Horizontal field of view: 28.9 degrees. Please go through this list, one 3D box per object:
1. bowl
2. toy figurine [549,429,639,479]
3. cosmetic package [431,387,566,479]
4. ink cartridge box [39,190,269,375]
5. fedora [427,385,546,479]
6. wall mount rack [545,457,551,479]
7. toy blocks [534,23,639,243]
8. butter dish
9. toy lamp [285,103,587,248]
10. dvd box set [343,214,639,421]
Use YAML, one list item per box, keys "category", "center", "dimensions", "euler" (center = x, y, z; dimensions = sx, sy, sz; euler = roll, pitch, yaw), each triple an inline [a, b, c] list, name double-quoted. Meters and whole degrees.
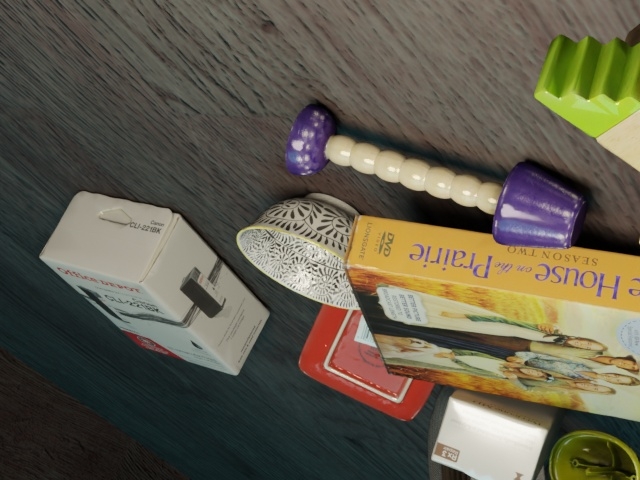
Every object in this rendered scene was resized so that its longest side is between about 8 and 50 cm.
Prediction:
- category: "bowl"
  center: [0.000, 0.000, 1.369]
  dimensions: [0.170, 0.080, 0.170]
  euler: [23, 160, 9]
- category: "toy figurine"
  center: [0.464, 0.298, 1.396]
  dimensions: [0.217, 0.191, 0.362]
  euler: [-10, -173, -39]
- category: "cosmetic package"
  center: [0.217, 0.209, 1.448]
  dimensions: [0.117, 0.085, 0.231]
  euler: [18, -169, 14]
- category: "ink cartridge box"
  center: [-0.226, 0.061, 1.729]
  dimensions: [0.197, 0.114, 0.273]
  euler: [12, 154, 34]
- category: "fedora"
  center: [0.234, 0.302, 1.683]
  dimensions: [0.124, 0.244, 0.275]
  euler: [-2, 153, -7]
- category: "wall mount rack"
  center: [0.459, 0.401, 1.736]
  dimensions: [0.304, 0.130, 0.350]
  euler: [23, 159, 20]
- category: "toy blocks"
  center: [0.357, -0.068, 0.702]
  dimensions: [0.381, 0.191, 0.261]
  euler: [32, 147, -14]
- category: "butter dish"
  center: [0.077, 0.108, 1.497]
  dimensions: [0.160, 0.118, 0.160]
  euler: [25, 116, 2]
- category: "toy lamp"
  center: [0.103, -0.056, 1.123]
  dimensions: [0.274, 0.080, 0.080]
  euler: [18, 158, 20]
- category: "dvd box set"
  center: [0.252, 0.095, 1.227]
  dimensions: [0.420, 0.062, 0.307]
  euler: [9, 157, 16]
